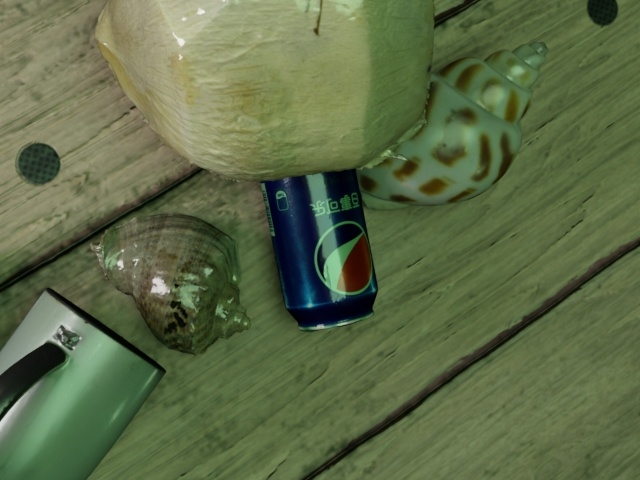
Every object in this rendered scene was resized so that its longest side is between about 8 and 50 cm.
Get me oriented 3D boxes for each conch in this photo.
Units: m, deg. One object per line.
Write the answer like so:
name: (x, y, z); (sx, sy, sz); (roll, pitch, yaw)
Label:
conch: (-0.166, 0.041, 1.302); (0.207, 0.130, 0.155); (29, 47, 5)
conch: (0.161, -0.141, 1.363); (0.275, 0.148, 0.183); (-46, 108, -10)

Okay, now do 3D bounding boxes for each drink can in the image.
drink can: (0.000, 0.000, 1.331); (0.118, 0.118, 0.205); (-13, 96, -18)

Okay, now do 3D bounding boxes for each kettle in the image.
kettle: (-0.306, 0.185, 1.187); (0.161, 0.221, 0.236); (34, 82, 13)

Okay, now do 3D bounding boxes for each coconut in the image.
coconut: (-0.057, -0.237, 1.201); (0.360, 0.346, 0.346); (0, 91, 2)
